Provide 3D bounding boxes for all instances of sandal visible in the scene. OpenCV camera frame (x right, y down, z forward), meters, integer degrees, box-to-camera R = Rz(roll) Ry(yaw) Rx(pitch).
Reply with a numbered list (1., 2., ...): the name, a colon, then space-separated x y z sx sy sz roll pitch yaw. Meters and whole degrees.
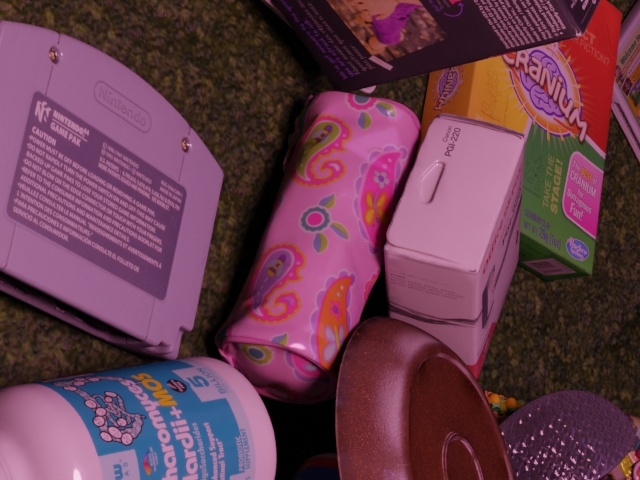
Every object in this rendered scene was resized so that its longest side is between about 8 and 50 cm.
1. sandal: 0.182 0.221 1.608 0.254 0.054 0.097 -24 77 -13

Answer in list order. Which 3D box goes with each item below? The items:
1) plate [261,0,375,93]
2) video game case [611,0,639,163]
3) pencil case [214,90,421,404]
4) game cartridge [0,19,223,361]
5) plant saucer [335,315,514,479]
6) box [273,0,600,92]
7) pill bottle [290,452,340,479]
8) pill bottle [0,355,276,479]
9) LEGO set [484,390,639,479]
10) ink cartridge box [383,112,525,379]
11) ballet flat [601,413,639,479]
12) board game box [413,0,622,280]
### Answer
1. plate: -0.014 -0.318 1.551 0.277 0.045 0.278 37 58 -37
2. video game case: 0.413 -0.190 2.010 0.193 0.023 0.212 58 48 -24
3. pencil case: 0.000 0.000 1.467 0.124 0.124 0.284 40 56 -36
4. game cartridge: -0.182 -0.041 1.277 0.297 0.062 0.198 35 56 -54
5. plant saucer: 0.105 0.211 1.424 0.310 0.050 0.311 43 39 -48
6. box: 0.109 -0.250 1.439 0.143 0.270 0.165 53 50 -28
7. pill bottle: -0.015 0.295 1.392 0.124 0.124 0.221 57 48 -25
8. pill bottle: -0.168 0.171 1.230 0.264 0.146 0.146 -7 89 -48
9. LEGO set: 0.297 0.224 1.671 0.287 0.107 0.132 46 57 -1
10. ink cartridge box: 0.125 0.012 1.538 0.218 0.092 0.159 80 28 -57
11. ballet flat: 0.270 0.233 1.754 0.221 0.077 0.079 -44 109 -38
12. board game box: 0.212 -0.147 1.753 0.242 0.064 0.317 27 65 -42
